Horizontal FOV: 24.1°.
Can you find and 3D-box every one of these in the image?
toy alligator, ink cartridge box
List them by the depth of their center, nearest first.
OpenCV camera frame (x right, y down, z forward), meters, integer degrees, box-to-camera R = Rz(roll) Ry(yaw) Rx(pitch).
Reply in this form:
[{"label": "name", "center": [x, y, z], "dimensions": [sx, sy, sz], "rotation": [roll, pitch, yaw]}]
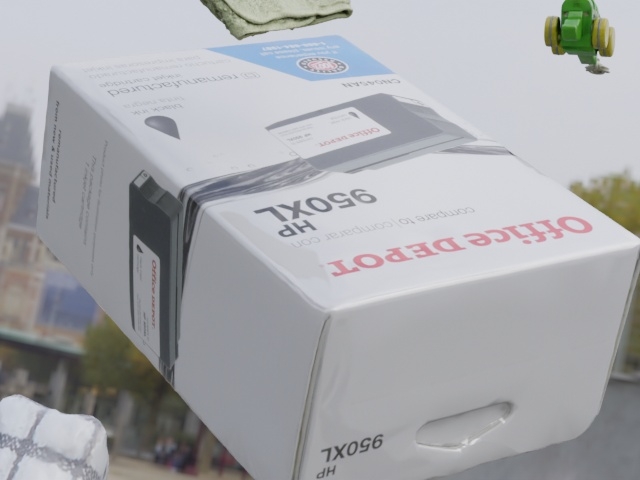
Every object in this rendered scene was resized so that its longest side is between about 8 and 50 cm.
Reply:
[{"label": "ink cartridge box", "center": [0.000, 0.000, 1.133], "dimensions": [0.285, 0.166, 0.395], "rotation": [-11, 35, -33]}, {"label": "toy alligator", "center": [0.250, -0.198, 1.415], "dimensions": [0.056, 0.051, 0.189], "rotation": [5, -2, 19]}]

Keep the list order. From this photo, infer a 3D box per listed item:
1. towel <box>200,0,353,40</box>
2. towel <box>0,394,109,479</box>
[{"label": "towel", "center": [-0.054, -0.195, 1.023], "dimensions": [0.110, 0.148, 0.027], "rotation": [-18, -31, -39]}, {"label": "towel", "center": [-0.177, 0.184, 0.511], "dimensions": [0.121, 0.235, 0.284], "rotation": [20, -30, -12]}]
